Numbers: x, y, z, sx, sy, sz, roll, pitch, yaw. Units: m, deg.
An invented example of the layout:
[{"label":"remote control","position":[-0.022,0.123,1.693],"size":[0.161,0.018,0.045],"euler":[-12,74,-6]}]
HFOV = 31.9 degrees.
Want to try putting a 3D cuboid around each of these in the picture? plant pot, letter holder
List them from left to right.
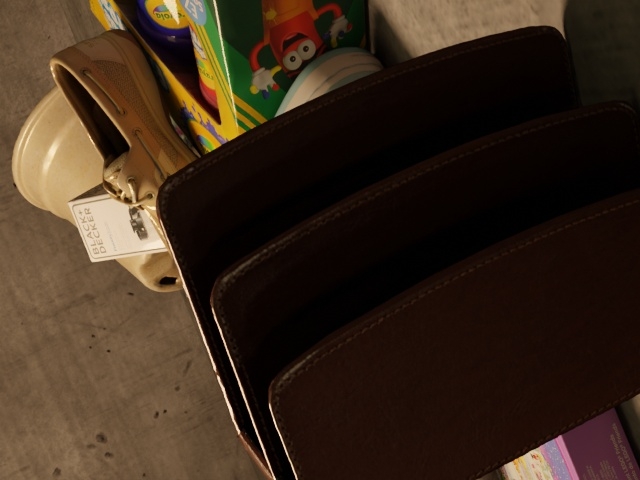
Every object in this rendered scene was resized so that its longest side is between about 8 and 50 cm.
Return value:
[{"label":"plant pot","position":[-0.292,-0.089,1.884],"size":[0.305,0.334,0.334],"euler":[45,157,26]},{"label":"letter holder","position":[0.079,0.009,0.690],"size":[0.152,0.302,0.214],"euler":[35,146,63]}]

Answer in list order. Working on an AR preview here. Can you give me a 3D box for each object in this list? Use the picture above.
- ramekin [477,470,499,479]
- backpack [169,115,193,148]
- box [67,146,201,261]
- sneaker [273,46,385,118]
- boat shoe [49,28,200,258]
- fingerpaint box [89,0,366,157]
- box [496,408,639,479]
[{"label":"ramekin","position":[0.102,0.224,1.174],"size":[0.207,0.109,0.207],"euler":[23,161,8]},{"label":"backpack","position":[-0.143,-0.124,1.576],"size":[0.166,0.144,0.188],"euler":[21,136,62]},{"label":"box","position":[-0.154,-0.058,1.396],"size":[0.290,0.169,0.087],"euler":[-8,110,38]},{"label":"sneaker","position":[0.011,-0.002,1.076],"size":[0.208,0.127,0.319],"euler":[51,131,32]},{"label":"boat shoe","position":[-0.197,-0.079,1.230],"size":[0.109,0.098,0.302],"euler":[-14,104,52]},{"label":"fingerpaint box","position":[-0.133,-0.300,1.181],"size":[0.445,0.163,0.371],"euler":[52,161,34]},{"label":"box","position":[0.190,0.145,0.994],"size":[0.293,0.057,0.201],"euler":[67,167,-5]}]
